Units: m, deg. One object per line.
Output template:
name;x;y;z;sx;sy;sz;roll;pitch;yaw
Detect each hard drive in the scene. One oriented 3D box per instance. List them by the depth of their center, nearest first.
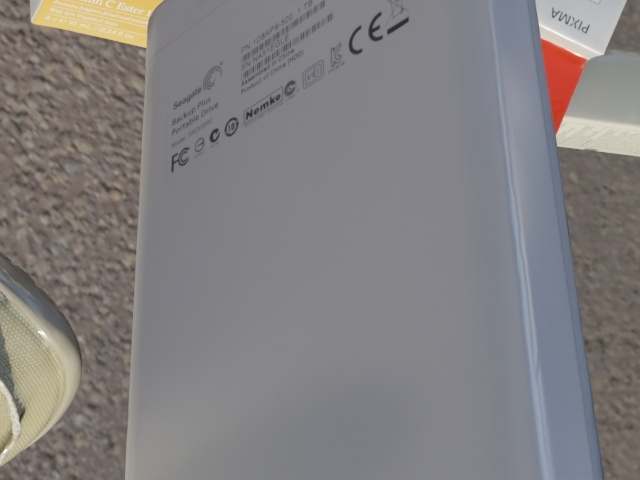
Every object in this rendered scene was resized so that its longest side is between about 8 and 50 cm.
hard drive;0.000;0.000;0.521;0.047;0.353;0.233;23;144;-38

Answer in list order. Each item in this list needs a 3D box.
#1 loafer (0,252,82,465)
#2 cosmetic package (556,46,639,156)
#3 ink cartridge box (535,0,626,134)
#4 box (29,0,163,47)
loafer;-0.196;0.093;0.513;0.102;0.092;0.268;43;129;-10
cosmetic package;0.338;-0.199;1.665;0.309;0.160;0.113;7;81;-8
ink cartridge box;0.231;-0.291;1.521;0.275;0.060;0.239;23;88;-6
box;-0.226;-0.431;1.575;0.215;0.168;0.345;8;145;-30
